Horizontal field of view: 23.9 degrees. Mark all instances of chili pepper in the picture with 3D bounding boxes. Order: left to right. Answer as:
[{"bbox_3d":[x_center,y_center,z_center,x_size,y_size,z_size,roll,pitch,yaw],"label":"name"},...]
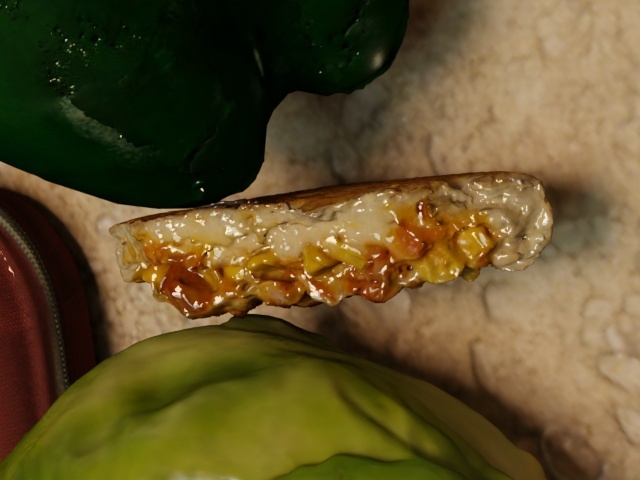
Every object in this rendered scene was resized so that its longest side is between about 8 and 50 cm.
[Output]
[{"bbox_3d":[-0.090,-0.152,0.659,0.233,0.256,0.249,-29,47,18],"label":"chili pepper"}]

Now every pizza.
[{"bbox_3d":[0.000,0.003,0.736,0.246,0.127,0.058,-8,92,22],"label":"pizza"}]

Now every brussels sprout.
[{"bbox_3d":[-0.022,0.174,0.737,0.294,0.227,0.260,-1,104,7],"label":"brussels sprout"}]

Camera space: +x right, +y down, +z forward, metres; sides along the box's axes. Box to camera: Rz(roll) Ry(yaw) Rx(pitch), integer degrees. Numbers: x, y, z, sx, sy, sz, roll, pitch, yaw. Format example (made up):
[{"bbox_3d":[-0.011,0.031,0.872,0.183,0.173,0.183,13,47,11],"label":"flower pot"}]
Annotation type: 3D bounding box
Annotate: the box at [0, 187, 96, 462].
[{"bbox_3d":[-0.245,0.152,0.956,0.263,0.108,0.404,5,107,33],"label":"box"}]
